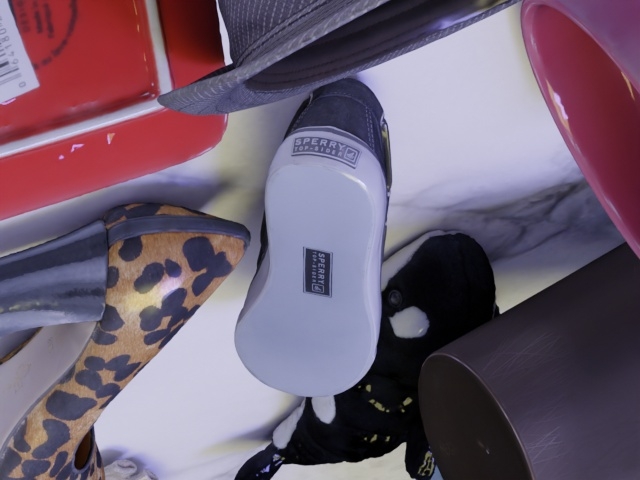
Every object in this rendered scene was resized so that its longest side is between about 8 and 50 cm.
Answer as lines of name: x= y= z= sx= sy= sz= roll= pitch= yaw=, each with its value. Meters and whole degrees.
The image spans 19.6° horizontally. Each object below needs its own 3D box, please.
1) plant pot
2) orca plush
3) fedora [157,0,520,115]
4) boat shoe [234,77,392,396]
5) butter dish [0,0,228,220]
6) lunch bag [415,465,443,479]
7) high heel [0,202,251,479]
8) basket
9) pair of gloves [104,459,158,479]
plant pot: x=0.220 y=-0.075 z=0.863 sx=0.180 sy=0.201 sz=0.201 roll=-31 pitch=152 yaw=-4
orca plush: x=0.031 y=0.110 z=1.171 sx=0.151 sy=0.102 sz=0.287 roll=10 pitch=143 yaw=-39
fedora: x=0.035 y=-0.143 z=0.644 sx=0.244 sy=0.124 sz=0.275 roll=-26 pitch=180 yaw=16
boat shoe: x=0.000 y=0.000 z=0.991 sx=0.080 sy=0.076 sz=0.228 roll=12 pitch=144 yaw=7
butter dish: x=-0.132 y=-0.099 z=0.713 sx=0.160 sy=0.118 sz=0.160 roll=-19 pitch=116 yaw=-22
lunch bag: x=0.161 y=0.243 z=1.289 sx=0.108 sy=0.279 sz=0.224 roll=-25 pitch=148 yaw=10
high heel: x=-0.106 y=0.077 z=1.053 sx=0.186 sy=0.093 sz=0.261 roll=-16 pitch=146 yaw=4
basket: x=0.185 y=0.081 z=1.079 sx=0.227 sy=0.154 sz=0.204 roll=-21 pitch=134 yaw=-22
pair of gloves: x=-0.167 y=0.230 z=1.353 sx=0.204 sy=0.042 sz=0.240 roll=-22 pitch=149 yaw=18
